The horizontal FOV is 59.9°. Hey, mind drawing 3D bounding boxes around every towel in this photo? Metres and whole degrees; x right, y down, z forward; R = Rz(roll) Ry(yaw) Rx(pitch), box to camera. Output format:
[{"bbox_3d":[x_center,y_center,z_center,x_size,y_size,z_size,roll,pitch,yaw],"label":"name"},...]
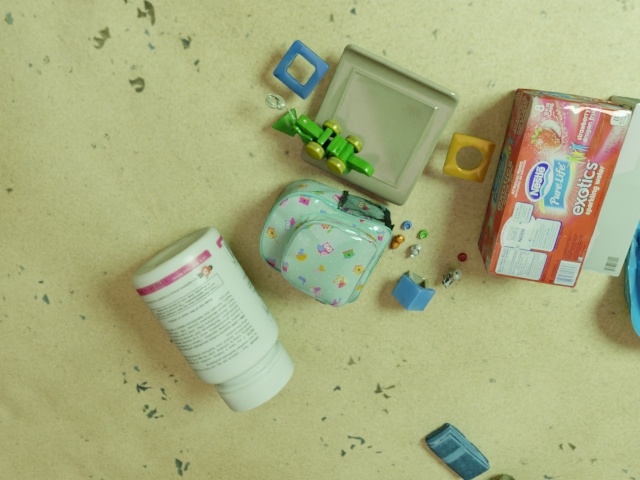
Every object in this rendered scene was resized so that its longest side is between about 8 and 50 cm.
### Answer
[{"bbox_3d":[0.256,0.398,1.041,0.119,0.029,0.067,44,111,-10],"label":"towel"}]

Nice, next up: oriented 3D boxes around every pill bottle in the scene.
[{"bbox_3d":[-0.171,0.134,0.930,0.160,0.160,0.283,-26,105,17],"label":"pill bottle"}]

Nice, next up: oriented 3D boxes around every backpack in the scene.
[{"bbox_3d":[0.000,0.000,0.865,0.188,0.144,0.166,27,118,0],"label":"backpack"}]

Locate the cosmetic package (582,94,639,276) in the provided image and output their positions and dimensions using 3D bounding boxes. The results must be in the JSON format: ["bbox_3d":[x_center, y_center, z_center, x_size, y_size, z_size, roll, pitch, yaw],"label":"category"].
[{"bbox_3d":[0.421,-0.079,0.796,0.060,0.099,0.239,11,112,7],"label":"cosmetic package"}]

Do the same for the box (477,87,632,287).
[{"bbox_3d":[0.322,-0.077,0.796,0.128,0.123,0.257,9,112,4],"label":"box"}]

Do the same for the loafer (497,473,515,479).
[{"bbox_3d":[0.387,0.567,1.055,0.092,0.102,0.269,-31,94,19],"label":"loafer"}]

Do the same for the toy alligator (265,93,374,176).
[{"bbox_3d":[-0.003,-0.148,0.818,0.189,0.051,0.056,36,72,2],"label":"toy alligator"}]

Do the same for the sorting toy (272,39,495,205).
[{"bbox_3d":[0.087,-0.170,0.837,0.347,0.047,0.196,26,119,1],"label":"sorting toy"}]

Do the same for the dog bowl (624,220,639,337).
[{"bbox_3d":[0.541,0.022,0.830,0.165,0.074,0.297,-6,111,11],"label":"dog bowl"}]

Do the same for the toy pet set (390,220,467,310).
[{"bbox_3d":[0.161,0.051,0.900,0.122,0.065,0.114,29,112,-3],"label":"toy pet set"}]
